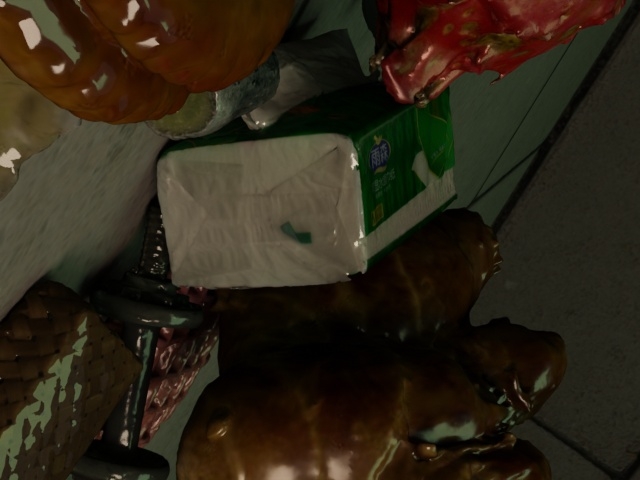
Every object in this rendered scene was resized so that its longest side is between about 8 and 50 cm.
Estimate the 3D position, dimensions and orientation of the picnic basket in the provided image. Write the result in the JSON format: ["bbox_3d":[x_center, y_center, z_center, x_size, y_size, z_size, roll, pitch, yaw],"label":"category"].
[{"bbox_3d":[-0.191,0.123,1.028,0.193,0.055,0.110,-54,148,-15],"label":"picnic basket"}]

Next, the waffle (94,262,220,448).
[{"bbox_3d":[-0.132,0.094,1.305,0.221,0.055,0.234,-49,168,-37],"label":"waffle"}]

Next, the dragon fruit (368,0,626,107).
[{"bbox_3d":[0.118,-0.211,1.109,0.205,0.210,0.268,26,98,-39],"label":"dragon fruit"}]

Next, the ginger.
[{"bbox_3d":[0.048,0.098,1.240,0.357,0.274,0.152,-73,168,-49],"label":"ginger"}]

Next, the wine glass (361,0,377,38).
[{"bbox_3d":[0.103,-0.209,1.362,0.079,0.079,0.195,-60,168,26],"label":"wine glass"}]

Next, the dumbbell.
[{"bbox_3d":[-0.132,0.101,1.142,0.081,0.082,0.253,-7,109,-77],"label":"dumbbell"}]

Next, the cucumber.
[{"bbox_3d":[-0.066,-0.100,0.989,0.064,0.064,0.112,-60,171,24],"label":"cucumber"}]

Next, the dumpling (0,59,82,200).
[{"bbox_3d":[-0.165,-0.068,0.546,0.166,0.086,0.332,-16,155,-18],"label":"dumpling"}]

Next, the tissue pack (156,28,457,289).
[{"bbox_3d":[-0.006,-0.068,1.149,0.209,0.148,0.156,-33,118,-63],"label":"tissue pack"}]

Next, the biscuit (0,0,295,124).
[{"bbox_3d":[-0.066,-0.143,0.475,0.066,0.220,0.220,-14,-179,17],"label":"biscuit"}]
